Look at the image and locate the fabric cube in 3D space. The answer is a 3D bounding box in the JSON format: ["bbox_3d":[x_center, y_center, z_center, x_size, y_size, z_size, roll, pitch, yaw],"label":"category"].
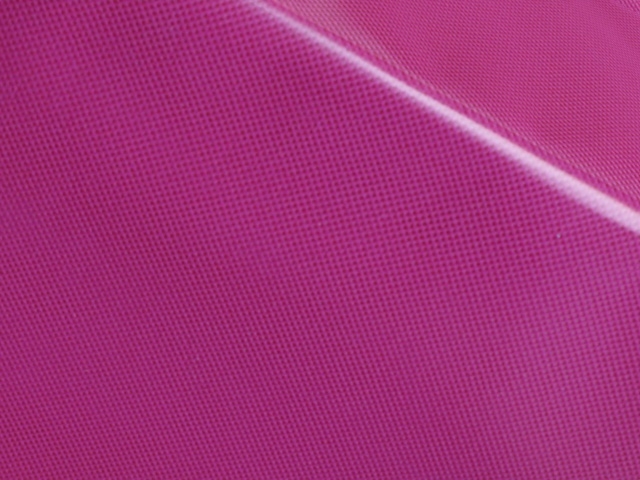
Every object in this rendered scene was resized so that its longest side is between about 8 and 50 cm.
[{"bbox_3d":[0.000,0.000,0.551,0.258,0.259,0.254,27,122,-8],"label":"fabric cube"}]
